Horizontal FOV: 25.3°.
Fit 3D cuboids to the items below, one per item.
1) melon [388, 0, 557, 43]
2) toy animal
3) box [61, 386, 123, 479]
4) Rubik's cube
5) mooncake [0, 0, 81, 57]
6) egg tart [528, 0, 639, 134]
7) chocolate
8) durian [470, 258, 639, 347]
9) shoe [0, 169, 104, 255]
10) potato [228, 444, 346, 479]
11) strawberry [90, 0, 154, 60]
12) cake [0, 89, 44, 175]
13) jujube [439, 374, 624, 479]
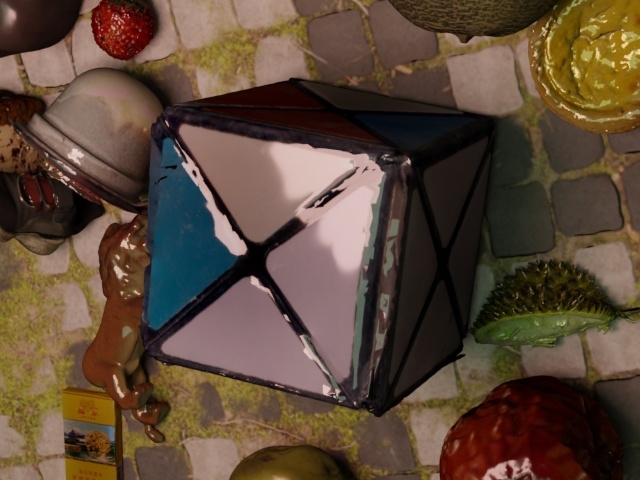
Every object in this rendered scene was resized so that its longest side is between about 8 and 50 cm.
[{"bbox_3d":[0.168,-0.372,1.495,0.248,0.248,0.329,11,96,21],"label":"melon"},{"bbox_3d":[-0.253,0.115,1.895,0.157,0.097,0.312,30,115,25],"label":"toy animal"},{"bbox_3d":[-0.318,0.286,1.994,0.087,0.023,0.155,6,105,25],"label":"box"},{"bbox_3d":[0.000,0.000,1.622,0.307,0.305,0.310,12,107,23],"label":"Rubik's cube"},{"bbox_3d":[-0.424,-0.379,1.804,0.306,0.154,0.306,6,108,20],"label":"mooncake"},{"bbox_3d":[0.324,-0.211,1.561,0.191,0.074,0.191,5,104,22],"label":"egg tart"},{"bbox_3d":[-0.265,-0.137,1.792,0.221,0.221,0.147,42,98,9],"label":"chocolate"},{"bbox_3d":[0.267,0.078,1.673,0.215,0.086,0.100,-12,132,29],"label":"durian"},{"bbox_3d":[-0.364,-0.051,1.835,0.112,0.227,0.099,-22,74,7],"label":"shoe"},{"bbox_3d":[-0.045,0.374,1.827,0.197,0.148,0.228,-11,100,12],"label":"potato"},{"bbox_3d":[-0.250,-0.270,1.798,0.083,0.083,0.096,28,141,15],"label":"strawberry"},{"bbox_3d":[-0.502,-0.152,1.902,0.246,0.135,0.112,13,109,20],"label":"cake"},{"bbox_3d":[0.243,0.271,1.631,0.213,0.232,0.213,7,110,20],"label":"jujube"}]
